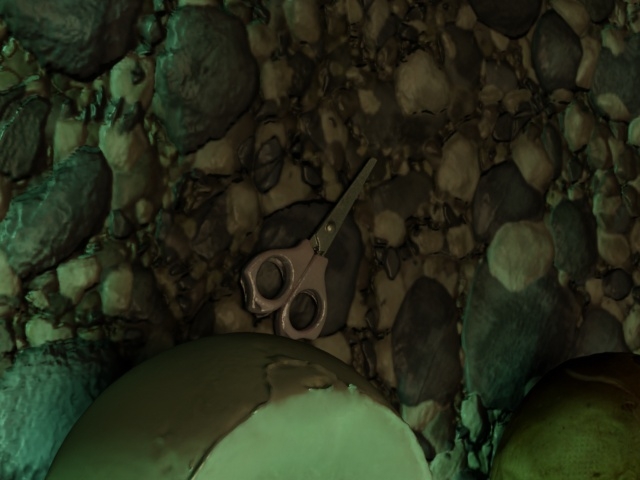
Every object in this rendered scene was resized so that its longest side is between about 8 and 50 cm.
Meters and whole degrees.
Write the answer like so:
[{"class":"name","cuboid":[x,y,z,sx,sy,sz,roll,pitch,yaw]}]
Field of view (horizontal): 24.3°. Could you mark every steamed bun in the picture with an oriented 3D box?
[{"class":"steamed bun","cuboid":[-0.072,0.229,1.127,0.324,0.206,0.324,-6,100,-38]}]

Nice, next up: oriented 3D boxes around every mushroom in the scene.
[{"class":"mushroom","cuboid":[0.308,0.213,1.406,0.302,0.233,0.207,9,96,-36]}]

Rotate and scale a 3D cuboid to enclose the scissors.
[{"class":"scissors","cuboid":[0.000,0.000,1.292,0.100,0.015,0.189,46,64,-32]}]
